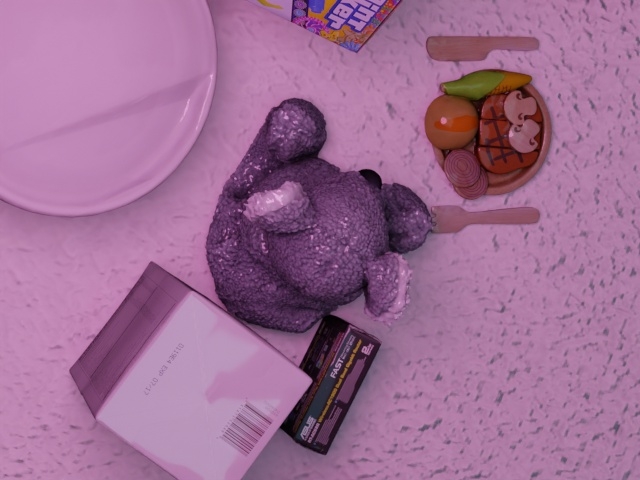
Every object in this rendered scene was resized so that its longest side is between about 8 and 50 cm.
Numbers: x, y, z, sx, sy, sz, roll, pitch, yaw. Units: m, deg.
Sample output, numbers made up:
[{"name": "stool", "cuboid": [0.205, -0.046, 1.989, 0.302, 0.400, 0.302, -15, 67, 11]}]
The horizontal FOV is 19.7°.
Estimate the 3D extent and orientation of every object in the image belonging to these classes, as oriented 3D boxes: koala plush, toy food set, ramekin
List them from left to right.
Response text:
[{"name": "ramekin", "cuboid": [-0.236, -0.160, 1.618, 0.273, 0.127, 0.272, -3, 97, -28]}, {"name": "koala plush", "cuboid": [0.000, 0.000, 1.666, 0.196, 0.221, 0.203, 40, 86, -14]}, {"name": "toy food set", "cuboid": [0.164, -0.104, 1.789, 0.132, 0.038, 0.192, -4, 96, -13]}]

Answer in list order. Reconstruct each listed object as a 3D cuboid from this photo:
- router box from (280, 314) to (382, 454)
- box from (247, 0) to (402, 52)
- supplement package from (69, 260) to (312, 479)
[{"name": "router box", "cuboid": [0.005, 0.134, 1.747, 0.038, 0.092, 0.122, 26, 89, -15]}, {"name": "box", "cuboid": [-0.024, -0.367, 1.583, 0.279, 0.177, 0.290, 24, 54, -15]}, {"name": "supplement package", "cuboid": [-0.121, 0.120, 1.636, 0.134, 0.244, 0.139, 38, 87, -14]}]
